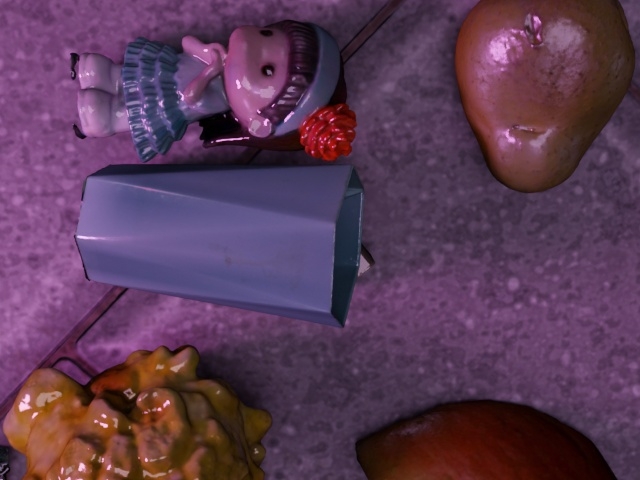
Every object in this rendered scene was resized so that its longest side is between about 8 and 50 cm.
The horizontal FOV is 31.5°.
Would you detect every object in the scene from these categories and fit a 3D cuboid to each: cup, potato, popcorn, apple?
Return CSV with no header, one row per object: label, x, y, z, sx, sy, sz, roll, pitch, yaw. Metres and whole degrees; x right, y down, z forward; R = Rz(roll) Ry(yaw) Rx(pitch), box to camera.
cup,-0.087,-0.002,1.005,0.236,0.134,0.148,4,103,13
potato,0.198,-0.137,1.014,0.157,0.157,0.194,2,106,-6
popcorn,-0.162,0.194,1.032,0.235,0.181,0.217,-37,65,-25
apple,0.192,0.309,1.129,0.179,0.254,0.346,-24,108,44

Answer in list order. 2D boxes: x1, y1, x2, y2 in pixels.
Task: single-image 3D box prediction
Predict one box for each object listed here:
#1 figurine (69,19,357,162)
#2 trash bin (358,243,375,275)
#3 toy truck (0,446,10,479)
figurine,-0.093,-0.124,1.002,0.246,0.110,0.137,-4,69,1
trash bin,0.000,0.000,1.082,0.061,0.043,0.092,-36,100,4
toy truck,-0.373,0.250,1.084,0.154,0.078,0.080,-2,102,-4
